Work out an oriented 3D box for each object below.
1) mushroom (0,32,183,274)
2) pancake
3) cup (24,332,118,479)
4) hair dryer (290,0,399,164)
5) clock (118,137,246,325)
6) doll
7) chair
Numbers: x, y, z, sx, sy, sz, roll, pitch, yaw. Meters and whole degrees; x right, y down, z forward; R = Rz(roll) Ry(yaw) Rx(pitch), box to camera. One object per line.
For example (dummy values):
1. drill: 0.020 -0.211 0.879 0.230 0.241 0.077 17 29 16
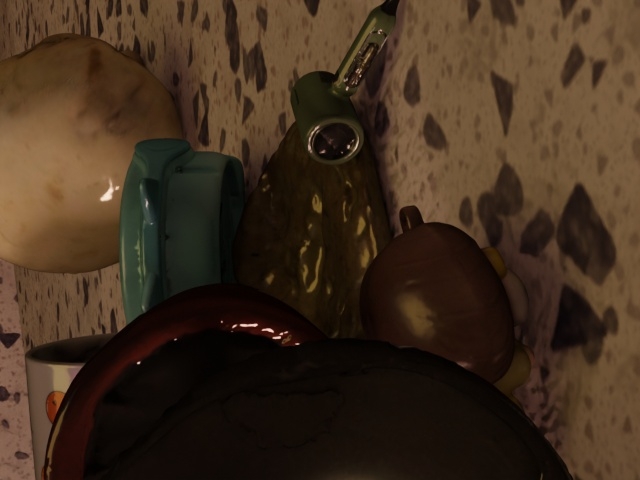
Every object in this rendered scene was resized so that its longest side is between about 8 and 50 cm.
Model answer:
1. mushroom: -0.308 -0.128 1.560 0.336 0.314 0.315 -77 -3 -60
2. pancake: 0.000 0.000 1.017 0.242 0.050 0.242 -10 78 58
3. cup: -0.221 0.277 1.415 0.212 0.212 0.318 -172 78 -69
4. hair dryer: 0.026 -0.134 0.915 0.150 0.047 0.071 -60 30 31
5. clock: -0.121 0.017 1.146 0.274 0.094 0.224 46 -138 -86
6. doll: 0.084 0.072 0.754 0.145 0.096 0.188 -132 23 -75
7. chair: -0.035 0.145 0.662 0.401 0.226 0.227 -171 78 -78
